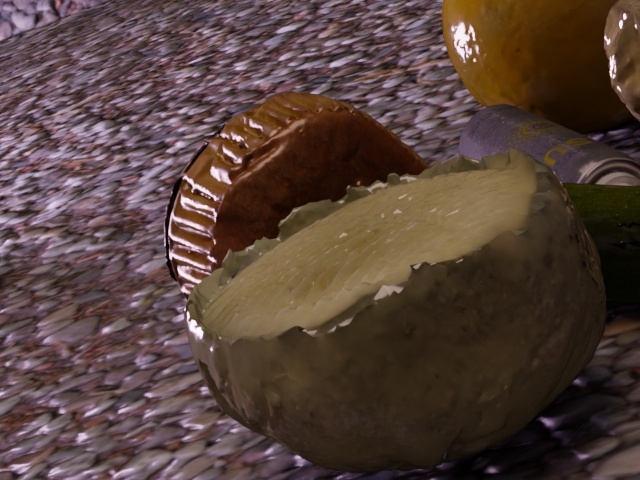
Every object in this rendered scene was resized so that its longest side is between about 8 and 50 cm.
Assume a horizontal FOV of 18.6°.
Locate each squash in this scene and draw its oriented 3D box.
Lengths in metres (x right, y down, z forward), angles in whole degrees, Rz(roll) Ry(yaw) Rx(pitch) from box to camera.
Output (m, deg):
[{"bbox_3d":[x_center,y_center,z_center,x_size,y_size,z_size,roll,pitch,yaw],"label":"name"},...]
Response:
[{"bbox_3d":[0.235,-0.001,1.270,0.331,0.087,0.087,-3,23,45],"label":"squash"}]

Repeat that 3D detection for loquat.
[{"bbox_3d":[0.218,-0.194,1.683,0.244,0.244,0.244,-18,17,6],"label":"loquat"}]

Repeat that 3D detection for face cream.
[{"bbox_3d":[0.183,-0.049,1.497,0.073,0.073,0.283,-22,17,-9],"label":"face cream"}]

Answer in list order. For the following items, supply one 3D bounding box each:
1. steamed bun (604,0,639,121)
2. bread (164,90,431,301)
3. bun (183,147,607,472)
[{"bbox_3d":[0.329,-0.097,1.350,0.295,0.137,0.292,6,12,31],"label":"steamed bun"},{"bbox_3d":[0.000,-0.001,1.341,0.199,0.199,0.104,-25,19,-19],"label":"bread"},{"bbox_3d":[0.053,0.054,1.183,0.259,0.152,0.259,-23,15,6],"label":"bun"}]
